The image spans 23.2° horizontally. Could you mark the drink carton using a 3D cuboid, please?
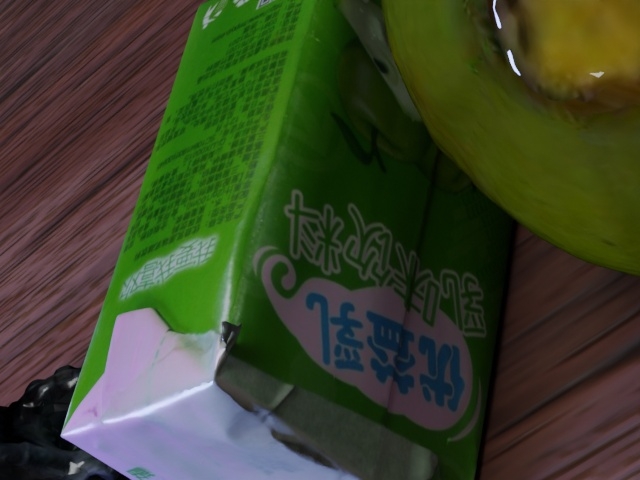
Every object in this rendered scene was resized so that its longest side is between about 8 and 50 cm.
[{"bbox_3d":[0.000,0.000,0.717,0.108,0.161,0.271,-23,42,39],"label":"drink carton"}]

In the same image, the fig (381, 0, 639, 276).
[{"bbox_3d":[0.126,-0.092,0.555,0.239,0.239,0.271,-27,-2,36],"label":"fig"}]

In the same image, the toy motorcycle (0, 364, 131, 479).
[{"bbox_3d":[-0.224,0.177,0.808,0.327,0.188,0.143,-50,23,4],"label":"toy motorcycle"}]
